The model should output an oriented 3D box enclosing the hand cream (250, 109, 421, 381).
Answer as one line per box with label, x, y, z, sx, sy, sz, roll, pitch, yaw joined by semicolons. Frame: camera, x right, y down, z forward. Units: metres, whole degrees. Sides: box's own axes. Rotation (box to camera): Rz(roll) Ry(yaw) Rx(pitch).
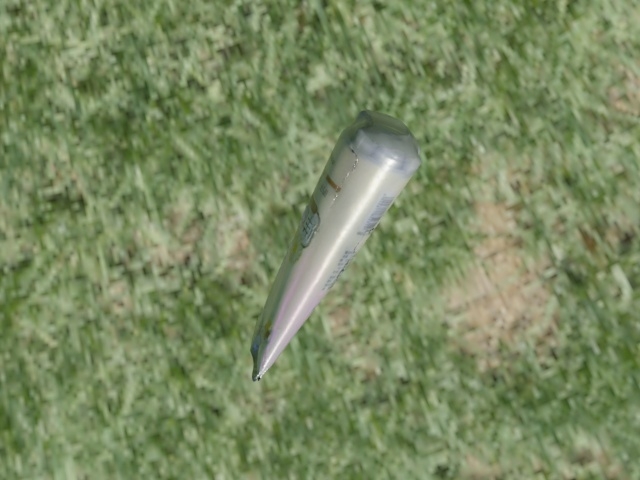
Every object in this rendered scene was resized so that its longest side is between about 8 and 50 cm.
hand cream;0.000;0.000;0.786;0.039;0.061;0.143;25;116;-15
